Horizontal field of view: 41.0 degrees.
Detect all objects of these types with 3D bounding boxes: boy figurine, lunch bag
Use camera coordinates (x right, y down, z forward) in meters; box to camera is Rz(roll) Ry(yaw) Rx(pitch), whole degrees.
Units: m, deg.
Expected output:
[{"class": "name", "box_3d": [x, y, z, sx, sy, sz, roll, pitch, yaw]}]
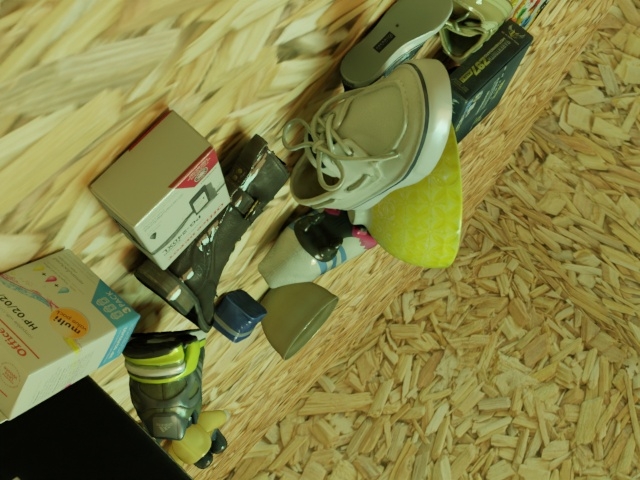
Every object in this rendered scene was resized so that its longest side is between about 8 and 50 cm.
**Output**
[{"class": "boy figurine", "box_3d": [-0.267, 0.439, 1.884, 0.177, 0.092, 0.285, -44, 170, -13]}, {"class": "lunch bag", "box_3d": [-0.140, 0.129, 1.438, 0.065, 0.067, 0.098, -52, 169, 13]}]

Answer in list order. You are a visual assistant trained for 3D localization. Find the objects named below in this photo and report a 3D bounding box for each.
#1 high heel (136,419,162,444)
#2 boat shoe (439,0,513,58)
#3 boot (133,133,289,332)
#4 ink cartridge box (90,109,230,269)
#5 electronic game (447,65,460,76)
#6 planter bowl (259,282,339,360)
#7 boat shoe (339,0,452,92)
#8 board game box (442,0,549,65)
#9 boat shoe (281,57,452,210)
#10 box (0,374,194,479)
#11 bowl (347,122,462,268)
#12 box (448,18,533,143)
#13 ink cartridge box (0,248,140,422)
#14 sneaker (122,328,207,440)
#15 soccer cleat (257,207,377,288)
[{"class": "high heel", "box_3d": [-0.323, 0.328, 1.315, 0.261, 0.093, 0.186, -33, 164, -35]}, {"class": "boat shoe", "box_3d": [0.213, -0.321, 1.244, 0.089, 0.105, 0.285, -55, 168, 10]}, {"class": "boot", "box_3d": [-0.114, -0.007, 1.069, 0.229, 0.091, 0.263, -52, 172, -10]}, {"class": "ink cartridge box", "box_3d": [-0.153, -0.045, 0.855, 0.109, 0.063, 0.150, -47, 168, -12]}, {"class": "electronic game", "box_3d": [0.206, -0.233, 1.628, 0.229, 0.048, 0.229, -44, 163, -17]}, {"class": "planter bowl", "box_3d": [-0.056, 0.139, 1.673, 0.162, 0.109, 0.162, -48, 168, -14]}, {"class": "boat shoe", "box_3d": [0.096, -0.256, 1.135, 0.183, 0.065, 0.083, -40, 167, -9]}, {"class": "board game box", "box_3d": [0.335, -0.410, 1.541, 0.193, 0.053, 0.305, -55, 167, 26]}, {"class": "boat shoe", "box_3d": [0.031, -0.124, 1.102, 0.157, 0.135, 0.367, -6, 170, -20]}, {"class": "box", "box_3d": [-0.404, 0.469, 0.942, 0.480, 0.297, 0.471, -33, 158, -47]}, {"class": "bowl", "box_3d": [0.125, -0.088, 1.438, 0.156, 0.289, 0.289, -5, 158, -6]}, {"class": "box", "box_3d": [0.269, -0.258, 1.514, 0.183, 0.059, 0.232, -44, 169, -19]}, {"class": "ink cartridge box", "box_3d": [-0.262, 0.084, 0.757, 0.061, 0.104, 0.181, -57, 166, 30]}, {"class": "sneaker", "box_3d": [-0.199, 0.179, 1.095, 0.300, 0.111, 0.121, 151, -65, -87]}, {"class": "soccer cleat", "box_3d": [0.000, 0.000, 1.503, 0.143, 0.116, 0.331, -38, 172, 26]}]
